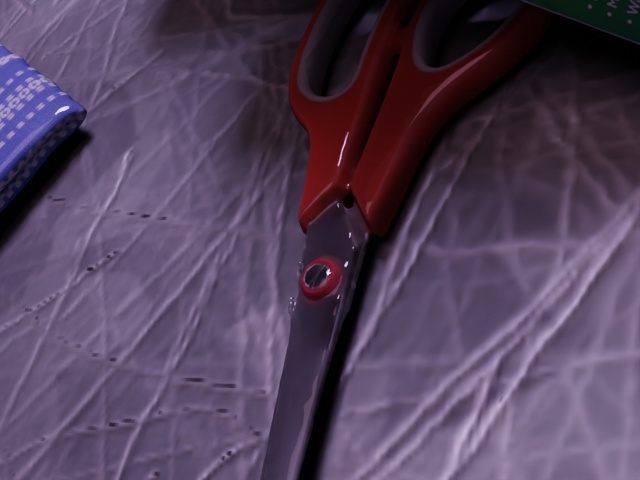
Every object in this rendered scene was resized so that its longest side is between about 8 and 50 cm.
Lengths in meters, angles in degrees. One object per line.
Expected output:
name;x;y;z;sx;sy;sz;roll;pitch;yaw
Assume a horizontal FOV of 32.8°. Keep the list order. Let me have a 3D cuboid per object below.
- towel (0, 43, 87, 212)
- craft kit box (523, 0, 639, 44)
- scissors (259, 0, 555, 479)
towel;-0.287;-0.037;0.625;0.243;0.040;0.336;-51;47;-6
craft kit box;0.032;-0.206;0.310;0.247;0.249;0.061;28;48;23
scissors;0.000;0.000;0.401;0.109;0.021;0.297;12;69;38
